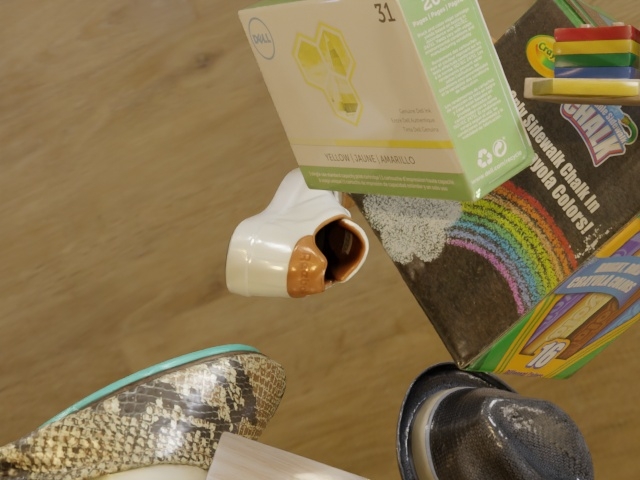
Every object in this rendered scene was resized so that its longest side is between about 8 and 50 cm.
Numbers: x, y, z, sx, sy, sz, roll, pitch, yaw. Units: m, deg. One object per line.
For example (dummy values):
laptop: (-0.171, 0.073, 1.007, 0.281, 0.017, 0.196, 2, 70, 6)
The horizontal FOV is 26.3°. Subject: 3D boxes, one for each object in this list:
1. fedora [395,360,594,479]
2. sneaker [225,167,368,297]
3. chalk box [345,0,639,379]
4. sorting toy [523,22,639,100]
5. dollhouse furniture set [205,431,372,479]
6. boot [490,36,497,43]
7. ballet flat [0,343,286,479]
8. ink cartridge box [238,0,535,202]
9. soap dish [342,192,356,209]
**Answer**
fedora: (0.268, 0.303, 1.910, 0.152, 0.334, 0.334, -29, 94, 45)
sneaker: (0.000, 0.000, 1.441, 0.123, 0.290, 0.106, 8, 111, 13)
chalk box: (0.201, -0.054, 1.009, 0.289, 0.179, 0.180, -43, 62, 22)
sorting toy: (0.197, -0.104, 0.814, 0.132, 0.274, 0.046, 3, 95, 19)
dollhouse furniture set: (-0.008, 0.321, 0.808, 0.286, 0.303, 0.198, 18, 138, 0)
boot: (0.303, -0.179, 1.751, 0.280, 0.264, 0.096, 38, 137, 31)
ballet flat: (-0.235, 0.232, 1.059, 0.482, 0.182, 0.164, -15, 139, -11)
ink cartridge box: (0.013, -0.139, 0.751, 0.171, 0.056, 0.235, 9, 126, 58)
soap dish: (0.052, -0.187, 1.583, 0.118, 0.291, 0.229, -3, 74, -4)
